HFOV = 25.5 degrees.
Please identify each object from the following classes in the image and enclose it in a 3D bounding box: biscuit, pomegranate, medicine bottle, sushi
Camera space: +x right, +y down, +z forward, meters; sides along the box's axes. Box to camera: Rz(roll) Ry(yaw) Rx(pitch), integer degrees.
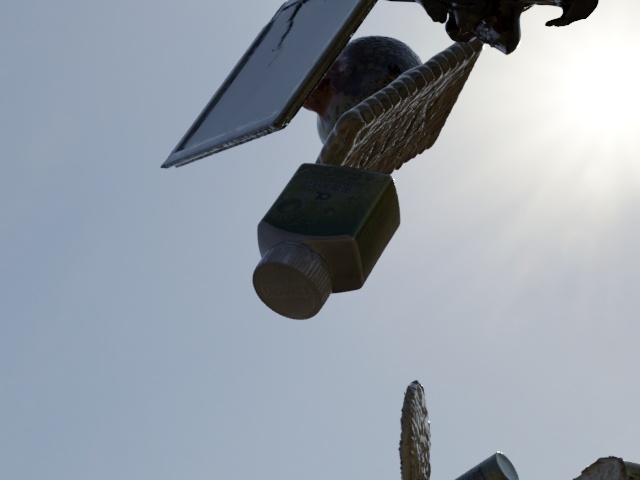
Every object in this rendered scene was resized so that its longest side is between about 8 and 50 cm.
[{"bbox_3d":[0.091,-0.148,1.879,0.325,0.044,0.217,-37,-21,-42],"label":"biscuit"},{"bbox_3d":[0.049,-0.224,2.194,0.248,0.214,0.214,14,-36,-17],"label":"pomegranate"},{"bbox_3d":[0.186,0.286,1.649,0.083,0.047,0.047,-37,-23,22],"label":"medicine bottle"},{"bbox_3d":[0.100,0.221,1.471,0.020,0.152,0.152,-2,-17,13],"label":"biscuit"},{"bbox_3d":[0.000,0.000,1.647,0.188,0.132,0.088,-57,-33,-42],"label":"medicine bottle"},{"bbox_3d":[0.168,-0.304,1.413,0.215,0.227,0.212,19,-45,-15],"label":"sushi"}]

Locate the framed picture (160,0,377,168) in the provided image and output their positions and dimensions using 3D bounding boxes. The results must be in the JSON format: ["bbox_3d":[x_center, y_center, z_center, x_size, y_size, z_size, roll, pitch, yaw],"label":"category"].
[{"bbox_3d":[-0.034,-0.169,1.327,0.231,0.018,0.293,-56,18,-18],"label":"framed picture"}]

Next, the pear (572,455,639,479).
[{"bbox_3d":[0.436,0.529,2.063,0.191,0.340,0.386,26,-81,-19],"label":"pear"}]
